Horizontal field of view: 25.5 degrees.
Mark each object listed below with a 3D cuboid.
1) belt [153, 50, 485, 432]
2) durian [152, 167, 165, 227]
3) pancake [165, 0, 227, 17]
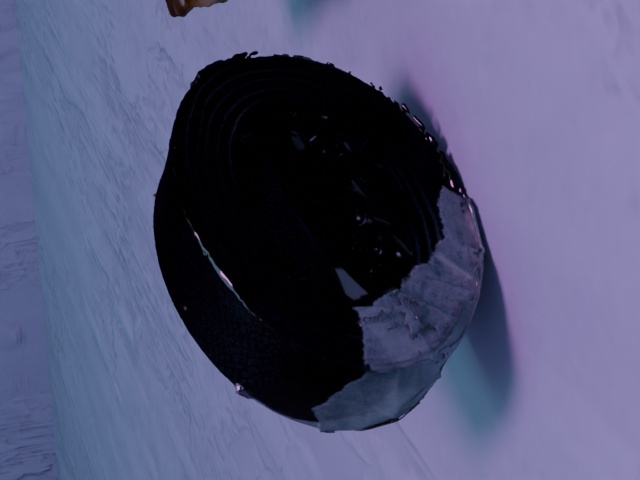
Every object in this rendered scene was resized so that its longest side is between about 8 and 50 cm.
[{"bbox_3d":[0.000,0.000,0.712,0.198,0.151,0.078,63,152,25],"label":"belt"},{"bbox_3d":[-0.037,0.004,0.836,0.102,0.146,0.208,-57,26,23],"label":"durian"},{"bbox_3d":[-0.033,-0.333,0.770,0.305,0.067,0.426,16,113,52],"label":"pancake"}]
